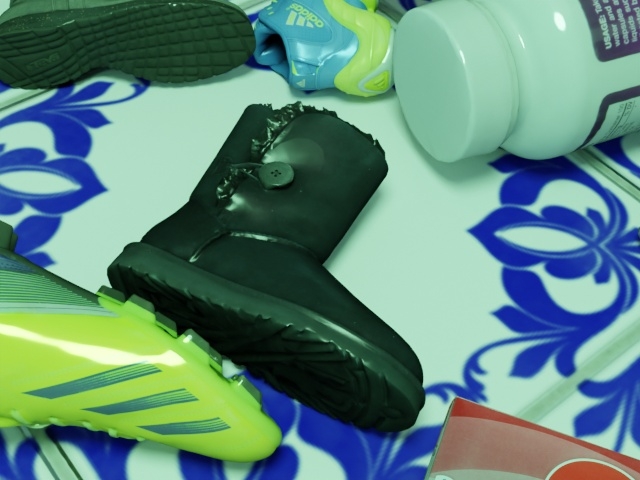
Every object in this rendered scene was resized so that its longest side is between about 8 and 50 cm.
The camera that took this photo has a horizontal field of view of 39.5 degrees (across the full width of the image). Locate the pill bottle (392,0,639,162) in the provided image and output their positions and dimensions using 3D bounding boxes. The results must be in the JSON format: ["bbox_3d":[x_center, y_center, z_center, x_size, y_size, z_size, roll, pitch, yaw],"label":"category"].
[{"bbox_3d":[0.220,-0.164,0.745,0.302,0.169,0.169,-18,53,-18],"label":"pill bottle"}]

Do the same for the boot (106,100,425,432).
[{"bbox_3d":[0.000,0.000,0.639,0.246,0.094,0.207,22,55,23],"label":"boot"}]

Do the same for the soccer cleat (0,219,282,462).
[{"bbox_3d":[-0.163,0.077,0.552,0.289,0.093,0.121,30,78,-6],"label":"soccer cleat"}]

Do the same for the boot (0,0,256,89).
[{"bbox_3d":[-0.183,-0.225,0.827,0.247,0.083,0.161,-3,49,1],"label":"boot"}]

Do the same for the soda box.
[{"bbox_3d":[0.182,0.183,0.495,0.263,0.092,0.083,18,50,12],"label":"soda box"}]

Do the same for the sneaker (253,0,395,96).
[{"bbox_3d":[-0.010,-0.230,0.840,0.126,0.091,0.240,-9,51,-9],"label":"sneaker"}]

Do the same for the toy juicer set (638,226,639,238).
[{"bbox_3d":[0.394,0.073,0.604,0.209,0.089,0.329,-11,51,-12],"label":"toy juicer set"}]
